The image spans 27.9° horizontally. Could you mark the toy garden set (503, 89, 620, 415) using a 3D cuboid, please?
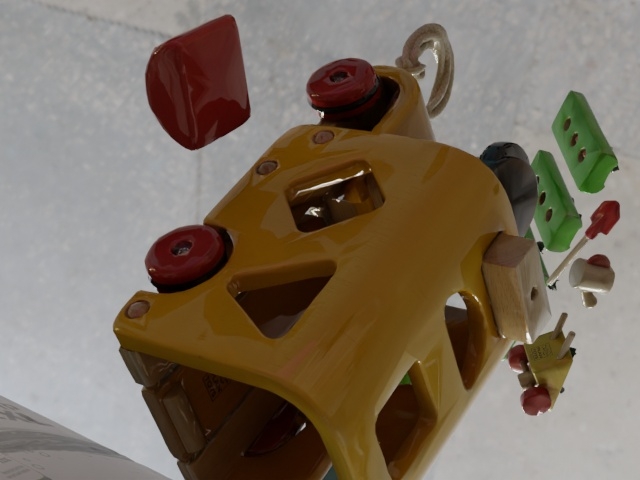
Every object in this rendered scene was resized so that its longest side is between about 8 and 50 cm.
[{"bbox_3d":[0.221,0.021,1.177,0.049,0.204,0.244,13,124,-16],"label":"toy garden set"}]

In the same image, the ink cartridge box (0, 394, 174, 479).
[{"bbox_3d":[-0.141,0.138,0.465,0.307,0.223,0.129,18,90,33],"label":"ink cartridge box"}]

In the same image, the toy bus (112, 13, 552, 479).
[{"bbox_3d":[0.026,0.012,0.455,0.104,0.191,0.202,12,93,35],"label":"toy bus"}]
